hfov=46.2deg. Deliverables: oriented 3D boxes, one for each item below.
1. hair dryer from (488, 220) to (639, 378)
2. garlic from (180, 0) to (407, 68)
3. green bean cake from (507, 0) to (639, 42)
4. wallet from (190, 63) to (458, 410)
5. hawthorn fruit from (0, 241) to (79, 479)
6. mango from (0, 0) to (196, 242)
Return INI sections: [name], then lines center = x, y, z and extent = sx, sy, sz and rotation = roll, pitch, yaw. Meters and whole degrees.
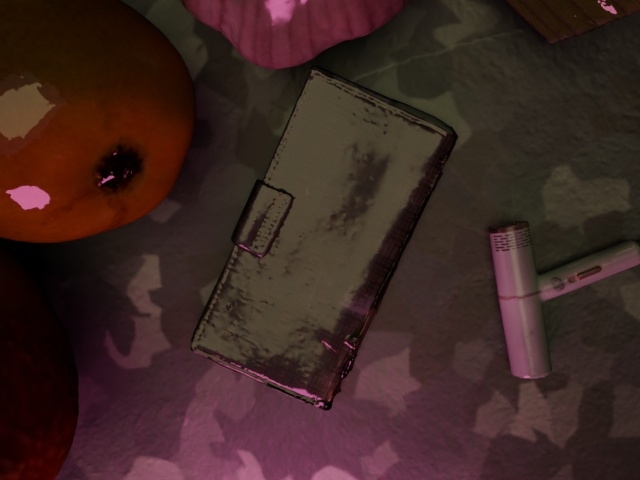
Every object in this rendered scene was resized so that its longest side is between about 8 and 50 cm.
[hair dryer]
center = 0.268, 0.047, 0.746
extent = 0.183, 0.044, 0.155
rotation = -9, 97, 3
[garlic]
center = -0.022, -0.315, 0.623
extent = 0.317, 0.259, 0.318
rotation = -1, 113, -3
[green bean cake]
center = 0.269, -0.293, 0.623
extent = 0.125, 0.222, 0.248
rotation = 42, 91, -7
[wallet]
center = 0.000, 0.000, 0.760
extent = 0.168, 0.044, 0.317
rotation = 24, 98, -2
[hawthorn fruit]
center = -0.442, 0.131, 0.654
extent = 0.402, 0.403, 0.403
rotation = 0, 95, 5
[mango]
center = -0.295, -0.131, 0.673
extent = 0.377, 0.264, 0.221
rotation = 19, 122, 19
